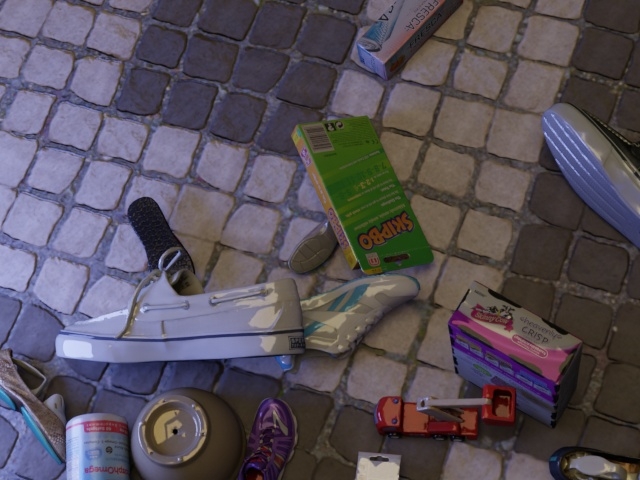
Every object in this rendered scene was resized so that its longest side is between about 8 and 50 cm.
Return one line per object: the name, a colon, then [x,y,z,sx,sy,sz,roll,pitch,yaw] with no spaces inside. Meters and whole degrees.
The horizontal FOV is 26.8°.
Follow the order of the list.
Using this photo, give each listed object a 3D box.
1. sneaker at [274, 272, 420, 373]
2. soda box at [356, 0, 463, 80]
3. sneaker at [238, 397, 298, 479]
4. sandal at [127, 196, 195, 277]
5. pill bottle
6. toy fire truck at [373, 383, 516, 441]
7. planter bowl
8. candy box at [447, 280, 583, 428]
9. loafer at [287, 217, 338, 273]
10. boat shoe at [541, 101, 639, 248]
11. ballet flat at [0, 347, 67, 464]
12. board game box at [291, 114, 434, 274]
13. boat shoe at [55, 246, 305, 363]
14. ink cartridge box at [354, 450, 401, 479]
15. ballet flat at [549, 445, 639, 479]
sneaker: [0.037,0.112,1.884,0.228,0.087,0.092,-22,73,7]
soda box: [0.138,-0.335,2.058,0.063,0.058,0.183,39,78,20]
sneaker: [-0.074,0.294,1.828,0.068,0.071,0.170,6,69,11]
sandal: [-0.230,0.016,1.979,0.067,0.040,0.179,-26,68,1]
pill bottle: [-0.304,0.323,1.841,0.087,0.087,0.160,-8,68,5]
toy fire truck: [0.163,0.229,1.783,0.192,0.135,0.047,2,68,9]
planter bowl: [-0.189,0.269,1.834,0.162,0.109,0.162,-3,67,7]
candy box: [0.253,0.152,1.748,0.159,0.233,0.071,29,75,17]
loafer: [0.000,0.000,1.959,0.125,0.039,0.045,-45,102,-7]
boat shoe: [0.454,-0.079,1.889,0.119,0.121,0.335,-38,79,-16]
ballet flat: [-0.406,0.227,1.908,0.067,0.073,0.206,-38,71,-23]
board game box: [0.061,-0.063,1.944,0.124,0.039,0.259,-10,61,-29]
boat shoe: [-0.199,0.089,1.855,0.367,0.136,0.157,-5,84,22]
ink cartridge box: [0.075,0.345,1.808,0.062,0.029,0.115,4,68,10]
ballet flat: [0.399,0.309,1.752,0.203,0.074,0.074,11,70,12]
